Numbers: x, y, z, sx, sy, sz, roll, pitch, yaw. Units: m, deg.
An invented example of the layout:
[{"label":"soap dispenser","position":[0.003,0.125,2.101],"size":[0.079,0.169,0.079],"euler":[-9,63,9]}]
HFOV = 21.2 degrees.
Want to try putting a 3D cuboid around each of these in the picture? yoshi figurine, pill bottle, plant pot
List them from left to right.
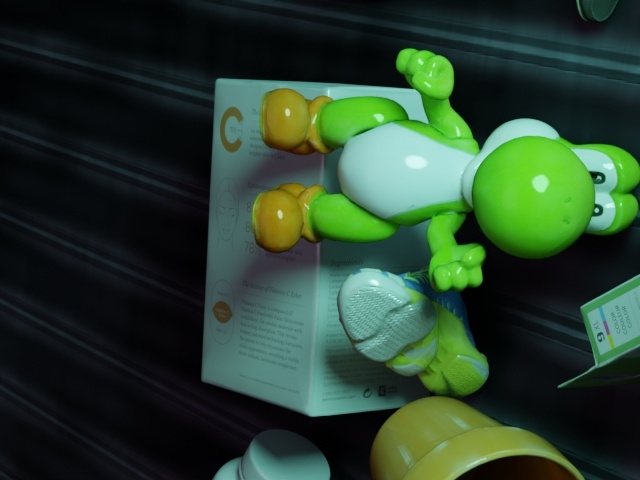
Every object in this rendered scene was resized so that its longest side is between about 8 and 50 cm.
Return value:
[{"label":"pill bottle","position":[-0.083,0.342,2.018],"size":[0.136,0.136,0.245],"euler":[56,132,36]},{"label":"yoshi figurine","position":[0.111,-0.057,1.597],"size":[0.362,0.203,0.203],"euler":[4,138,18]},{"label":"plant pot","position":[0.139,0.254,1.695],"size":[0.188,0.205,0.205],"euler":[-131,51,-60]}]

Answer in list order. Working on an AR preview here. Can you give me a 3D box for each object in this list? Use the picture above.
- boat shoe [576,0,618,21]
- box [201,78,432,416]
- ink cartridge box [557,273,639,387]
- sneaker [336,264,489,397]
[{"label":"boat shoe","position":[0.277,-0.266,1.604],"size":[0.042,0.049,0.133],"euler":[41,118,54]},{"label":"box","position":[0.000,0.000,1.877],"size":[0.215,0.168,0.345],"euler":[11,100,52]},{"label":"ink cartridge box","position":[0.309,0.067,1.521],"size":[0.209,0.109,0.062],"euler":[-37,62,47]},{"label":"sneaker","position":[0.084,0.067,1.736],"size":[0.091,0.240,0.126],"euler":[-26,49,18]}]
